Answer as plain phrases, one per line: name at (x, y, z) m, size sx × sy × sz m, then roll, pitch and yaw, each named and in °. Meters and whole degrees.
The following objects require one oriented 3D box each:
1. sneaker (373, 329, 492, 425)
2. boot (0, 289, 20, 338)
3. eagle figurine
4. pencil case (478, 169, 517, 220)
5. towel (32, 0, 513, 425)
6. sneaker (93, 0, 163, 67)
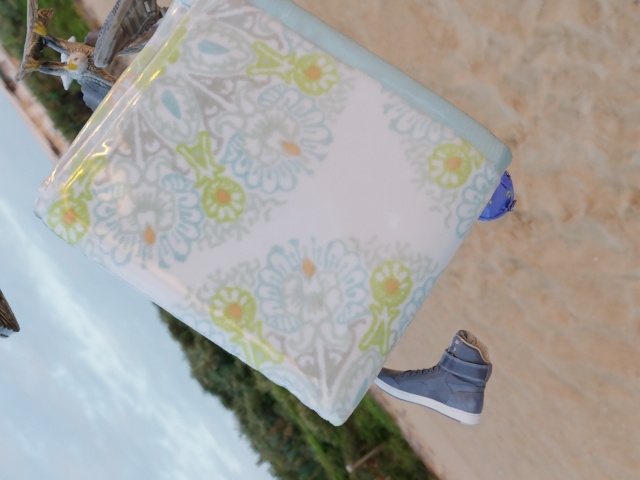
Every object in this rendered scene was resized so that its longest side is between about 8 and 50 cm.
sneaker at (0.216, 0.236, 1.763) m, size 0.226 × 0.163 × 0.086 m, roll 16°, pitch -170°, yaw 24°
boot at (-0.641, 0.134, 1.420) m, size 0.131 × 0.260 × 0.348 m, roll 62°, pitch -179°, yaw 12°
eagle figurine at (-0.400, -0.323, 1.701) m, size 0.226 × 0.298 × 0.225 m, roll 102°, pitch 179°, yaw -49°
pencil case at (0.322, -0.134, 2.081) m, size 0.119 × 0.133 × 0.306 m, roll 52°, pitch 177°, yaw -23°
towel at (-0.048, -0.056, 0.904) m, size 0.374 × 0.320 × 0.090 m, roll 33°, pitch 173°, yaw 4°
sneaker at (-0.274, -0.330, 1.384) m, size 0.071 × 0.188 × 0.066 m, roll 21°, pitch -153°, yaw -27°
